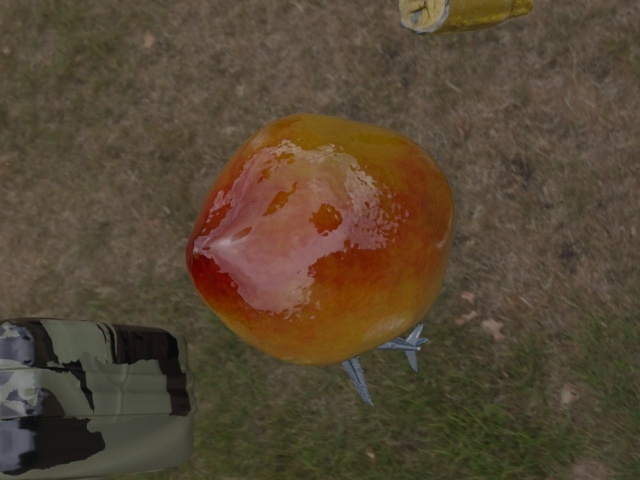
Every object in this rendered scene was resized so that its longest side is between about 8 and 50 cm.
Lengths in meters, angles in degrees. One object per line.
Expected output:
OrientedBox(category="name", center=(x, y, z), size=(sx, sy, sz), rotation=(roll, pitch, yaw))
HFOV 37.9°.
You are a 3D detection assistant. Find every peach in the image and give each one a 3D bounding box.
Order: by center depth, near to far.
OrientedBox(category="peach", center=(0.004, 0.001, 1.058), size=(0.289, 0.308, 0.289), rotation=(2, 95, 17))

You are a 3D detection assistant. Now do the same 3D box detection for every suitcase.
OrientedBox(category="suitcase", center=(-0.349, 0.195, 1.023), size=(0.351, 0.339, 0.194), rotation=(-16, 73, 39))

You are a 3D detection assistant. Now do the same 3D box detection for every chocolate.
OrientedBox(category="chocolate", center=(0.191, -0.292, 1.152), size=(0.085, 0.219, 0.086), rotation=(12, 107, 43))

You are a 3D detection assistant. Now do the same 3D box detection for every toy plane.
OrientedBox(category="toy plane", center=(0.055, 0.149, 1.459), size=(0.226, 0.058, 0.226), rotation=(7, 107, 8))
